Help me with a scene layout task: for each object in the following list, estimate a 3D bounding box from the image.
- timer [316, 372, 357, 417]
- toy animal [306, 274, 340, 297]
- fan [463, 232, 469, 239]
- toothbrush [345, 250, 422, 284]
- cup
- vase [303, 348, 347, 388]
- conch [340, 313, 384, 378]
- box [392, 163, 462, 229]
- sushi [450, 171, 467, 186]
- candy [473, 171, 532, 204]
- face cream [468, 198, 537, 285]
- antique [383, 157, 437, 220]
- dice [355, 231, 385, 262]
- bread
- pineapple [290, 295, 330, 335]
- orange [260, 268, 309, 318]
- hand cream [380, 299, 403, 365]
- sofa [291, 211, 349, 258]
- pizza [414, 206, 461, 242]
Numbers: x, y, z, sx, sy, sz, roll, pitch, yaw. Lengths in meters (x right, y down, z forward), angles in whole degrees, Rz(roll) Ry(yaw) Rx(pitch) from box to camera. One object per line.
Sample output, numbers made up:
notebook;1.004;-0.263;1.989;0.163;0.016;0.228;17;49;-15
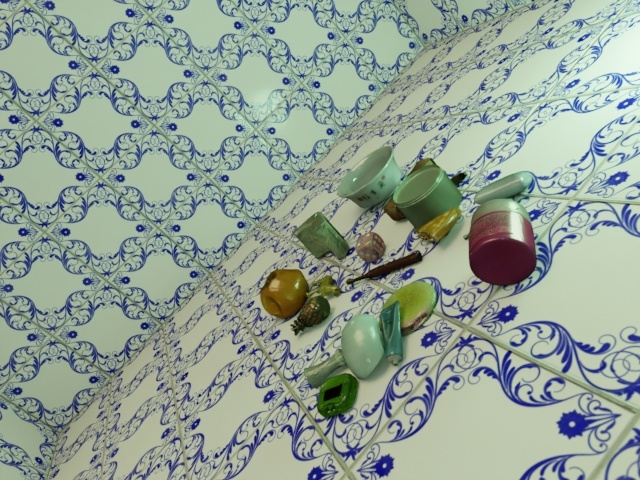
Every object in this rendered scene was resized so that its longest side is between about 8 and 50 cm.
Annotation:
timer;0.049;0.475;1.485;0.140;0.047;0.128;-30;26;33
toy animal;0.024;0.195;2.050;0.136;0.073;0.181;-29;12;16
fan;0.557;-0.068;1.613;0.193;0.016;0.038;-41;23;8
toothbrush;0.234;0.112;1.839;0.364;0.041;0.041;-25;28;41
cup;0.263;-0.286;2.361;0.347;0.163;0.347;-37;23;19
vase;0.025;0.420;1.599;0.148;0.081;0.081;-37;22;11
conch;0.125;0.331;1.519;0.221;0.120;0.185;-100;16;-72
box;0.415;-0.169;1.881;0.226;0.149;0.226;-37;22;17
sushi;0.555;-0.245;1.938;0.083;0.044;0.046;-31;3;27
candy;0.611;-0.172;1.608;0.174;0.071;0.138;-26;-3;39
face cream;0.507;0.002;1.353;0.175;0.175;0.195;-29;27;34
antique;0.398;-0.215;2.074;0.310;0.093;0.087;-52;22;-20
dice;0.205;0.028;1.976;0.091;0.093;0.094;-28;28;37
bread;0.276;0.219;1.569;0.228;0.033;0.228;-37;24;19
pineapple;-0.048;0.306;1.922;0.198;0.108;0.108;-45;18;26
orange;-0.169;0.220;2.177;0.249;0.183;0.249;-37;24;19
hand cream;0.221;0.286;1.481;0.083;0.048;0.224;-41;29;30
sofa;0.000;0.000;2.249;0.176;0.210;0.225;-40;22;6
pizza;0.419;-0.038;1.759;0.188;0.062;0.199;-41;11;-27
